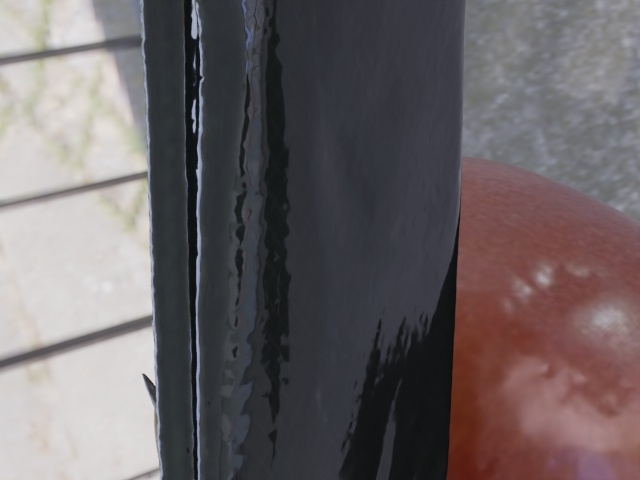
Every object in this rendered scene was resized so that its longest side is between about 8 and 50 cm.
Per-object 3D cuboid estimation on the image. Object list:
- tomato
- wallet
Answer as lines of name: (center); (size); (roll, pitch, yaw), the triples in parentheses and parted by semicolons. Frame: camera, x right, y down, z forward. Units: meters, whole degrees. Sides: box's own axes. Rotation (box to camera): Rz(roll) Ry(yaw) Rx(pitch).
tomato: (0.087, 0.110, 0.925); (0.341, 0.273, 0.341); (31, 145, 25)
wallet: (0.000, 0.000, 0.619); (0.052, 0.168, 0.245); (7, 103, 28)
